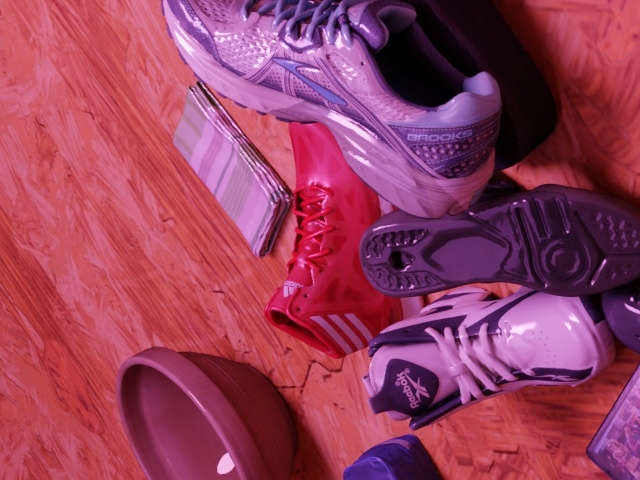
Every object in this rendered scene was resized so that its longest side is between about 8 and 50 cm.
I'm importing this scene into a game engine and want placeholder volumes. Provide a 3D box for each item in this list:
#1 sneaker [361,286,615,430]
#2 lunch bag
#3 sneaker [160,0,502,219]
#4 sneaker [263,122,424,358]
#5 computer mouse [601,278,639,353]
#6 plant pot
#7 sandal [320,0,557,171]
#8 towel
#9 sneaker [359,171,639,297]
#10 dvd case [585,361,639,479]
[{"bbox_3d":[0.116,0.098,1.552,0.235,0.153,0.094,8,124,59],"label":"sneaker"},{"bbox_3d":[0.077,0.235,1.842,0.067,0.065,0.098,-25,93,46],"label":"lunch bag"},{"bbox_3d":[0.015,-0.142,1.423,0.283,0.110,0.122,32,140,10],"label":"sneaker"},{"bbox_3d":[0.000,0.000,1.680,0.087,0.128,0.221,-6,112,58],"label":"sneaker"},{"bbox_3d":[0.287,0.086,1.394,0.242,0.041,0.071,27,137,44],"label":"computer mouse"},{"bbox_3d":[-0.101,0.202,2.048,0.237,0.109,0.237,39,146,33],"label":"plant pot"},{"bbox_3d":[0.035,-0.252,1.447,0.446,0.107,0.167,55,153,-17],"label":"sandal"},{"bbox_3d":[-0.089,-0.065,1.874,0.152,0.023,0.113,51,149,17],"label":"towel"},{"bbox_3d":[0.154,-0.012,1.486,0.227,0.130,0.087,-6,108,30],"label":"sneaker"},{"bbox_3d":[0.311,0.155,1.336,0.253,0.022,0.180,43,118,31],"label":"dvd case"}]
